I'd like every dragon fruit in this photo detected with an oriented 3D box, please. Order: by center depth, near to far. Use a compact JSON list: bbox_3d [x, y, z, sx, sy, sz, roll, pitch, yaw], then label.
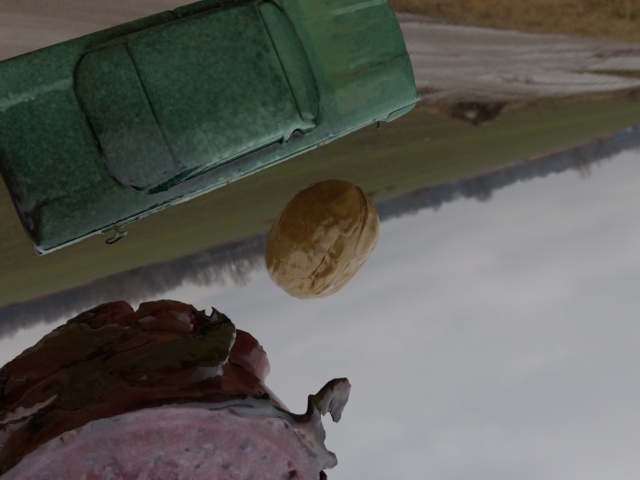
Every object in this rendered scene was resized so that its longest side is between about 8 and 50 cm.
[{"bbox_3d":[-0.156,0.193,0.611,0.314,0.296,0.263,-8,-160,-21],"label":"dragon fruit"}]

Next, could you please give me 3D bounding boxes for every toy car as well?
[{"bbox_3d":[-0.076,-0.105,0.527,0.320,0.141,0.097,-23,-175,-16],"label":"toy car"}]

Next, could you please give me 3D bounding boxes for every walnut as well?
[{"bbox_3d":[0.000,0.000,1.114,0.207,0.159,0.159,-57,171,13],"label":"walnut"}]
